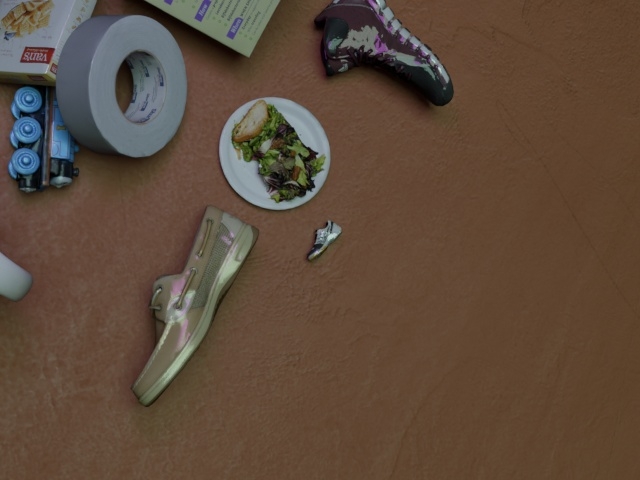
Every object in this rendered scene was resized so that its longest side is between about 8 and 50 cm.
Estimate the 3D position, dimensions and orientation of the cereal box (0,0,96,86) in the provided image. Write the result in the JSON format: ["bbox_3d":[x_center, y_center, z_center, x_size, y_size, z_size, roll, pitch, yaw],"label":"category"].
[{"bbox_3d":[-0.432,-0.357,1.378,0.047,0.173,0.240,40,63,-56],"label":"cereal box"}]

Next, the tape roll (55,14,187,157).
[{"bbox_3d":[-0.305,-0.240,1.381,0.219,0.072,0.219,-20,114,-56],"label":"tape roll"}]

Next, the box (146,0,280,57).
[{"bbox_3d":[-0.169,-0.460,1.446,0.243,0.117,0.213,27,114,-14],"label":"box"}]

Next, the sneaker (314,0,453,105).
[{"bbox_3d":[0.096,-0.316,1.585,0.162,0.106,0.281,-40,86,-13],"label":"sneaker"}]

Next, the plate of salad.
[{"bbox_3d":[-0.074,-0.153,1.526,0.200,0.048,0.199,3,82,-18],"label":"plate of salad"}]

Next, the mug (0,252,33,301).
[{"bbox_3d":[-0.565,-0.024,1.200,0.374,0.328,0.276,31,75,-13],"label":"mug"}]

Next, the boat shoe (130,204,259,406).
[{"bbox_3d":[-0.221,0.101,1.415,0.110,0.121,0.341,31,64,-7],"label":"boat shoe"}]

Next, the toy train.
[{"bbox_3d":[-0.433,-0.164,1.396,0.105,0.080,0.184,3,82,-24],"label":"toy train"}]

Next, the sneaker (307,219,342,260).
[{"bbox_3d":[0.000,0.000,1.543,0.037,0.032,0.083,41,67,5],"label":"sneaker"}]
